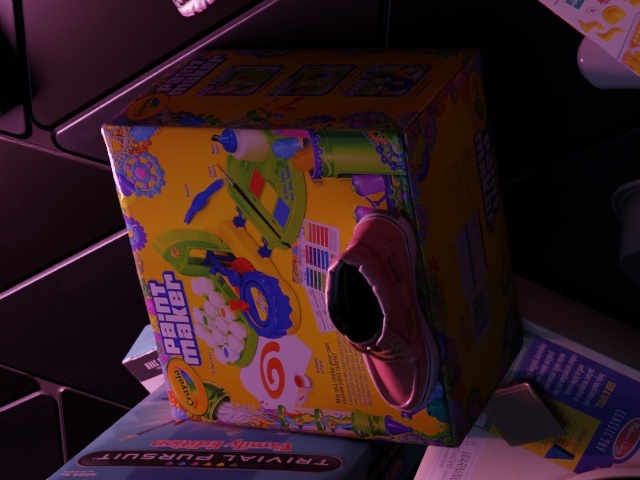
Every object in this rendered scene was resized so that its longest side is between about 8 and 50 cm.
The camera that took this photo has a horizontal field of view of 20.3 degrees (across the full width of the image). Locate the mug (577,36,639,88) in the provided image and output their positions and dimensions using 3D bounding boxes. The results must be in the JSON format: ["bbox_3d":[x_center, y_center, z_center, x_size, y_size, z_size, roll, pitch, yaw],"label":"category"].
[{"bbox_3d":[0.239,-0.139,1.396,0.064,0.062,0.078,-8,119,43],"label":"mug"}]

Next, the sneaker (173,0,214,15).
[{"bbox_3d":[-0.071,-0.259,1.458,0.077,0.072,0.178,48,127,-1],"label":"sneaker"}]

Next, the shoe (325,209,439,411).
[{"bbox_3d":[0.044,0.070,1.382,0.063,0.081,0.178,6,121,26],"label":"shoe"}]

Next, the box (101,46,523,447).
[{"bbox_3d":[0.000,0.000,1.529,0.279,0.177,0.290,3,119,26],"label":"box"}]

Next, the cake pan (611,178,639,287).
[{"bbox_3d":[0.360,0.031,1.380,0.293,0.054,0.293,19,169,4],"label":"cake pan"}]

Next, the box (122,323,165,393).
[{"bbox_3d":[-0.085,0.178,1.863,0.100,0.060,0.244,-23,116,40],"label":"box"}]

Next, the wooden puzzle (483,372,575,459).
[{"bbox_3d":[0.185,0.160,1.659,0.078,0.014,0.116,-9,124,40],"label":"wooden puzzle"}]

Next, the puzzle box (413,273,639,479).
[{"bbox_3d":[0.240,0.228,1.738,0.272,0.052,0.409,25,137,6],"label":"puzzle box"}]

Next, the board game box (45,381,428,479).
[{"bbox_3d":[-0.058,0.193,1.603,0.254,0.336,0.079,-1,103,17],"label":"board game box"}]

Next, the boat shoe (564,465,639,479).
[{"bbox_3d":[0.316,0.285,1.629,0.340,0.113,0.127,-9,125,34],"label":"boat shoe"}]

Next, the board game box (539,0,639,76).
[{"bbox_3d":[0.300,-0.181,1.260,0.275,0.142,0.144,36,137,-6],"label":"board game box"}]
